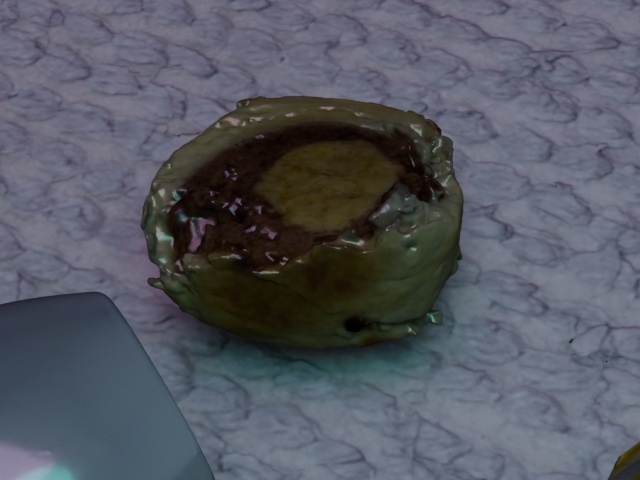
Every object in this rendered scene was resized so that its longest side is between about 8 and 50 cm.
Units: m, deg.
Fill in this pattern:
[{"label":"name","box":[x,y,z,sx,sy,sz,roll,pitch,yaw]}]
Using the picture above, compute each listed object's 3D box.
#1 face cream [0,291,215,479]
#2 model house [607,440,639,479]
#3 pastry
[{"label":"face cream","box":[-0.270,0.195,1.196,0.357,0.219,0.312,-29,35,-10]},{"label":"model house","box":[0.345,0.172,1.231,0.219,0.207,0.136,-33,88,-22]},{"label":"pastry","box":[-0.007,-0.003,1.376,0.256,0.170,0.237,-5,32,9]}]
